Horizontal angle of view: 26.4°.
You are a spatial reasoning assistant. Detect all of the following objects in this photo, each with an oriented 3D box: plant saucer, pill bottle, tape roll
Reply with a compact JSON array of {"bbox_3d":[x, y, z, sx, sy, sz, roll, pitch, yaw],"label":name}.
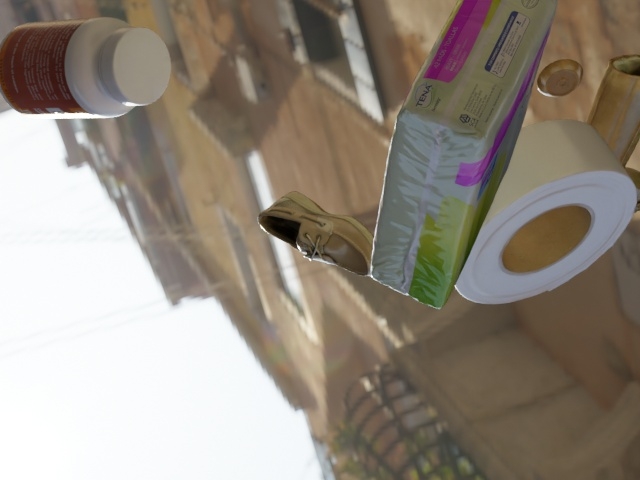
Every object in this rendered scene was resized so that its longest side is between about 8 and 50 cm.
[{"bbox_3d":[0.418,-0.278,2.370,0.083,0.083,0.015,-16,-134,1],"label":"plant saucer"},{"bbox_3d":[-0.287,-0.209,1.658,0.216,0.121,0.121,5,-148,41],"label":"pill bottle"},{"bbox_3d":[0.293,-0.035,1.895,0.286,0.286,0.100,-21,-123,-11],"label":"tape roll"}]

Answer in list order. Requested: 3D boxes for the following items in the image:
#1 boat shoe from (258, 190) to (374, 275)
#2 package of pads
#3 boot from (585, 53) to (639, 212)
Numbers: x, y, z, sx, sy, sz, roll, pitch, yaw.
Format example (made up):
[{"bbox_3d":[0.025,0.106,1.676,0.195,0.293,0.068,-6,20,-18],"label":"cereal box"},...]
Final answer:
[{"bbox_3d":[0.000,0.000,2.595,0.098,0.109,0.302,-29,-139,-30],"label":"boat shoe"},{"bbox_3d":[0.143,-0.105,1.403,0.101,0.297,0.229,22,-125,10],"label":"package of pads"},{"bbox_3d":[0.497,-0.167,2.188,0.236,0.270,0.089,-16,-135,-43],"label":"boot"}]
